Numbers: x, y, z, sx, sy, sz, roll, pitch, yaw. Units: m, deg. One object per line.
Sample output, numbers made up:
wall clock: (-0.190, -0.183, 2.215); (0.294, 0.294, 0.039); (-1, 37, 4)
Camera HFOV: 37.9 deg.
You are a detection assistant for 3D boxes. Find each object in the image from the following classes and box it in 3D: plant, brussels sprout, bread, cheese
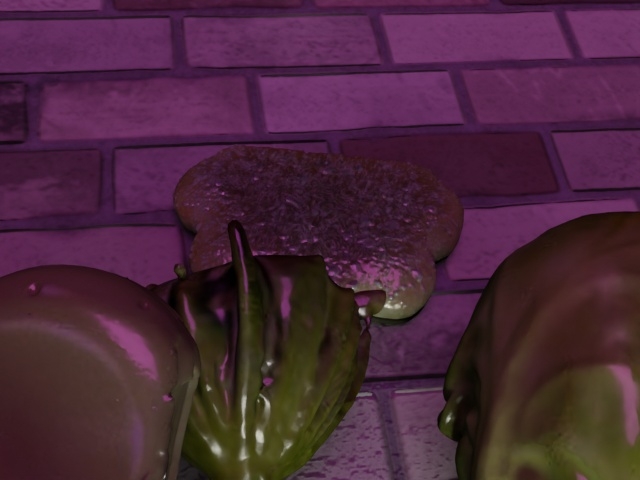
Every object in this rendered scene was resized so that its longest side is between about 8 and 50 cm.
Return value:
plant: (-0.029, 0.151, 0.647); (0.251, 0.180, 0.333); (33, 30, -39)
brussels sprout: (0.218, 0.138, 0.668); (0.328, 0.247, 0.328); (7, 78, -37)
bread: (0.000, 0.000, 0.880); (0.286, 0.056, 0.207); (2, 52, -3)
cheese: (-0.172, 0.102, 0.589); (0.202, 0.091, 0.175); (6, 89, 16)
